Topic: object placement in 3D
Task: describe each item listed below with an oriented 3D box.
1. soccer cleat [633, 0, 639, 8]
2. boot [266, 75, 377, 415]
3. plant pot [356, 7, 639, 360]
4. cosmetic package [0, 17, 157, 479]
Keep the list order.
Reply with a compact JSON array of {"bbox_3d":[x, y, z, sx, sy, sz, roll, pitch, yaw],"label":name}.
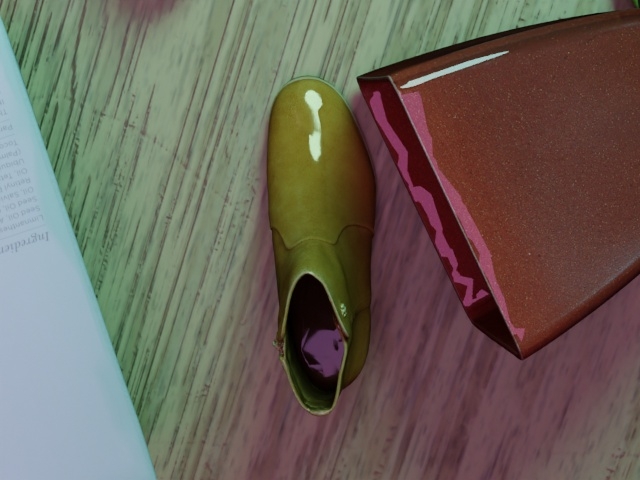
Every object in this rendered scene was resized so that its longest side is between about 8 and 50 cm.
[{"bbox_3d":[0.339,-0.250,1.783,0.121,0.093,0.289,-19,94,-21],"label":"soccer cleat"},{"bbox_3d":[-0.001,0.001,1.788,0.104,0.211,0.295,-7,99,7],"label":"boot"},{"bbox_3d":[0.206,-0.076,1.740,0.235,0.267,0.267,-25,97,-2],"label":"plant pot"},{"bbox_3d":[-0.302,0.026,1.803,0.161,0.230,0.453,-19,97,-7],"label":"cosmetic package"}]
